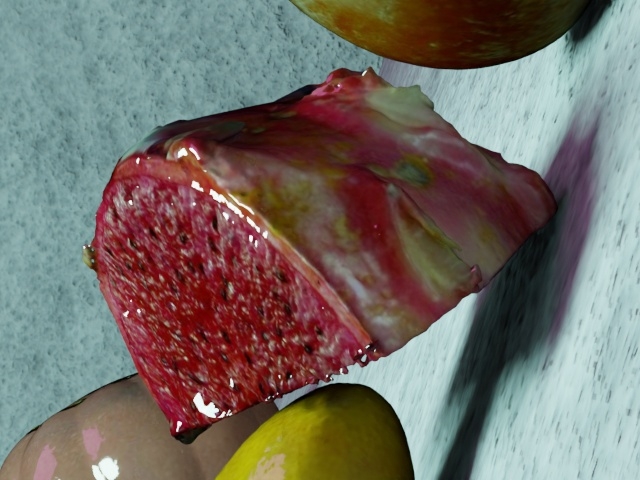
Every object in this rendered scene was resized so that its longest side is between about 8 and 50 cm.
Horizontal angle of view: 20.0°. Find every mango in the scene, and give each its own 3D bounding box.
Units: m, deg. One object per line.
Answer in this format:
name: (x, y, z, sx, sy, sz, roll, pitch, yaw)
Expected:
mango: (-0.025, 0.161, 0.782, 0.147, 0.109, 0.227, -58, -10, -78)

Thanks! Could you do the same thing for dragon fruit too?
dragon fruit: (-0.001, -0.011, 0.789, 0.161, 0.126, 0.274, -29, -1, -25)

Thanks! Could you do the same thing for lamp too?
lamp: (-0.164, 0.254, 1.762, 0.305, 0.240, 0.305, -29, -8, -4)

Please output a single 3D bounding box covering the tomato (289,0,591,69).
tomato: (0.051, -0.221, 0.841, 0.270, 0.222, 0.270, -158, 90, -90)
